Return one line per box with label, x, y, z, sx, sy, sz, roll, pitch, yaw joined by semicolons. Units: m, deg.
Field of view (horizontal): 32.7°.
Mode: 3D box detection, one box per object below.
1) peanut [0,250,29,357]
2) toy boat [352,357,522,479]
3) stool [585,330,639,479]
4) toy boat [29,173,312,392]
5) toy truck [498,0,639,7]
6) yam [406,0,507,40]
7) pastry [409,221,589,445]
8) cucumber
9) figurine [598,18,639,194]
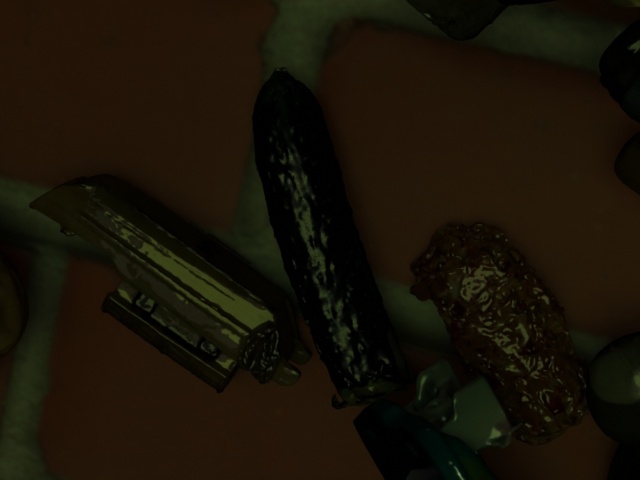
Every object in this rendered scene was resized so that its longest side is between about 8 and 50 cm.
peanut;-0.324;-0.023;0.761;0.291;0.143;0.159;44;112;-2
toy boat;0.136;0.226;0.728;0.092;0.134;0.298;-33;104;-11
stool;0.251;0.172;0.696;0.228;0.139;0.153;32;103;-2
toy boat;-0.108;0.033;0.773;0.226;0.068;0.088;34;107;2
toy truck;0.253;-0.219;0.512;0.405;0.254;0.180;-18;107;-33
yam;0.121;-0.219;0.678;0.107;0.107;0.183;42;110;1
pastry;0.126;0.064;0.743;0.087;0.063;0.169;-34;93;14
cucumber;-0.001;0.001;0.751;0.067;0.067;0.245;-19;95;11
figurine;0.305;-0.013;0.631;0.185;0.204;0.332;-41;90;14
